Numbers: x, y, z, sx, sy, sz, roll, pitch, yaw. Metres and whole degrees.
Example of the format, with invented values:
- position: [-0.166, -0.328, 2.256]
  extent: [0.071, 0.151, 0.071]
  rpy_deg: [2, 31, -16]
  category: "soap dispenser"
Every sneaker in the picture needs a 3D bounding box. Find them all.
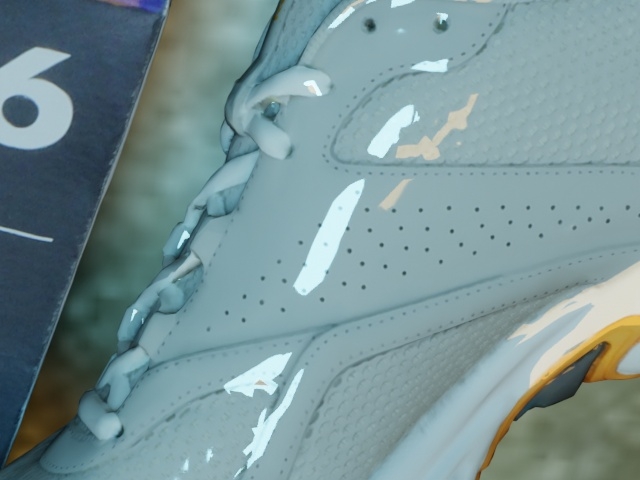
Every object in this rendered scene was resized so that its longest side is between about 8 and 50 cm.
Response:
- position: [0.000, 0.000, 0.393]
  extent: [0.262, 0.099, 0.121]
  rpy_deg: [-34, 110, -10]
  category: "sneaker"

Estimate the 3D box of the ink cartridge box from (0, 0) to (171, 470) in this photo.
- position: [-0.138, -0.008, 0.410]
  extent: [0.165, 0.065, 0.332]
  rpy_deg: [15, 121, -14]
  category: "ink cartridge box"
